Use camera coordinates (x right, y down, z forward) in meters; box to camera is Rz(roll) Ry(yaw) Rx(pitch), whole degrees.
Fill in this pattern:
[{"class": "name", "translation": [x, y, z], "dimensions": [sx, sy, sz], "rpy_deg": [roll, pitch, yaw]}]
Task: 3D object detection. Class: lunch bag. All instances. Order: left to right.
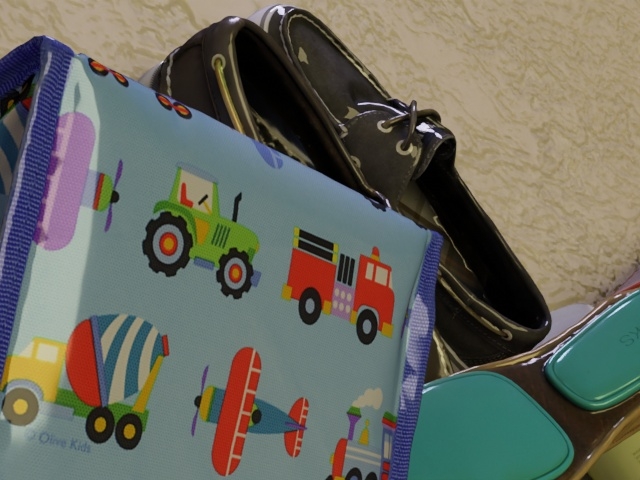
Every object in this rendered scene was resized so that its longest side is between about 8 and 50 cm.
[{"class": "lunch bag", "translation": [-0.069, 0.113, 0.522], "dimensions": [0.221, 0.138, 0.293], "rpy_deg": [24, 60, -46]}]

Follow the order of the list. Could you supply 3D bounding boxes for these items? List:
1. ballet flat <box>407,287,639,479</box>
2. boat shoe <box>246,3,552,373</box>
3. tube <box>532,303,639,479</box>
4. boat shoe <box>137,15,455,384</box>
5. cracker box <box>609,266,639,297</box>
[{"class": "ballet flat", "translation": [0.101, 0.093, 0.693], "dimensions": [0.232, 0.073, 0.080], "rpy_deg": [-21, 54, -32]}, {"class": "boat shoe", "translation": [0.042, -0.032, 0.753], "dimensions": [0.080, 0.076, 0.228], "rpy_deg": [-28, 88, -49]}, {"class": "tube", "translation": [0.196, 0.141, 0.823], "dimensions": [0.070, 0.062, 0.240], "rpy_deg": [-43, 107, -4]}, {"class": "boat shoe", "translation": [0.000, 0.000, 0.698], "dimensions": [0.227, 0.069, 0.081], "rpy_deg": [54, 42, -5]}, {"class": "cracker box", "translation": [0.257, 0.065, 0.871], "dimensions": [0.155, 0.067, 0.232], "rpy_deg": [61, 24, 2]}]
